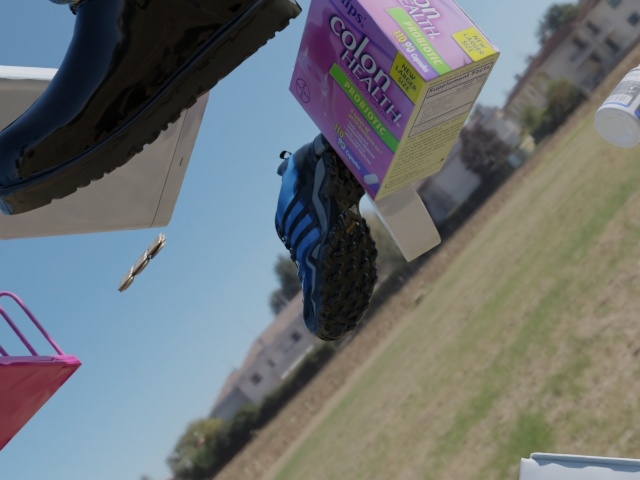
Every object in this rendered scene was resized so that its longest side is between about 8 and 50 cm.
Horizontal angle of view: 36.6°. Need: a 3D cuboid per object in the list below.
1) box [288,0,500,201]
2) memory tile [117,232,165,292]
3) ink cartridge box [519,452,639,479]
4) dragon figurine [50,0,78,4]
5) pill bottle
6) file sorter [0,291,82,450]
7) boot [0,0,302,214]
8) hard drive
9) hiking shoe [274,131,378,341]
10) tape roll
[{"bbox_3d":[0.081,-0.212,1.223,0.117,0.213,0.243,-25,-23,-27],"label":"box"},{"bbox_3d":[-0.297,0.036,1.618,0.113,0.012,0.148,-50,10,-1],"label":"memory tile"},{"bbox_3d":[0.378,0.462,1.138,0.279,0.160,0.384,-4,69,37],"label":"ink cartridge box"},{"bbox_3d":[-0.088,-0.207,0.246,0.144,0.289,0.085,-8,20,15],"label":"dragon figurine"},{"bbox_3d":[0.472,-0.208,1.433,0.137,0.078,0.078,-47,-4,-24],"label":"pill bottle"},{"bbox_3d":[-0.512,0.173,1.294,0.202,0.182,0.291,-46,-16,7],"label":"file sorter"},{"bbox_3d":[-0.212,-0.215,0.851,0.348,0.260,0.131,-42,21,-15],"label":"boot"},{"bbox_3d":[-0.324,-0.112,1.282,0.353,0.047,0.233,-6,-54,-45],"label":"hard drive"},{"bbox_3d":[0.000,0.000,1.343,0.132,0.113,0.304,-21,57,42],"label":"hiking shoe"},{"bbox_3d":[0.079,-0.142,1.652,0.072,0.392,0.392,-32,-3,3],"label":"tape roll"}]
